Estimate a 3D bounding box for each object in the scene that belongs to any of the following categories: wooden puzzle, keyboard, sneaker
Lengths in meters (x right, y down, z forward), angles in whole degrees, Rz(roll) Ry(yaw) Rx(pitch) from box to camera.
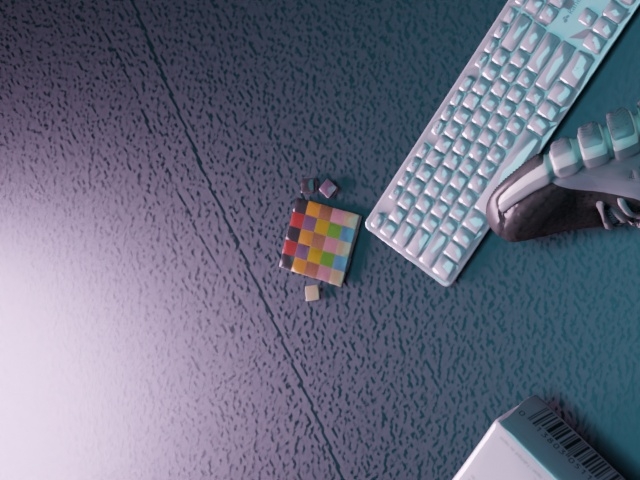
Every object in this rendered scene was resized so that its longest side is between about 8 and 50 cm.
[{"bbox_3d":[0.000,0.000,0.939,0.049,0.006,0.083,17,95,26],"label":"wooden puzzle"},{"bbox_3d":[0.123,-0.094,0.878,0.072,0.014,0.256,39,104,24],"label":"keyboard"},{"bbox_3d":[0.213,-0.018,0.792,0.228,0.086,0.132,-28,78,22],"label":"sneaker"}]

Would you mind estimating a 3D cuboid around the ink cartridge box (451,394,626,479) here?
[{"bbox_3d":[0.128,0.240,0.852,0.189,0.066,0.232,44,127,21],"label":"ink cartridge box"}]
